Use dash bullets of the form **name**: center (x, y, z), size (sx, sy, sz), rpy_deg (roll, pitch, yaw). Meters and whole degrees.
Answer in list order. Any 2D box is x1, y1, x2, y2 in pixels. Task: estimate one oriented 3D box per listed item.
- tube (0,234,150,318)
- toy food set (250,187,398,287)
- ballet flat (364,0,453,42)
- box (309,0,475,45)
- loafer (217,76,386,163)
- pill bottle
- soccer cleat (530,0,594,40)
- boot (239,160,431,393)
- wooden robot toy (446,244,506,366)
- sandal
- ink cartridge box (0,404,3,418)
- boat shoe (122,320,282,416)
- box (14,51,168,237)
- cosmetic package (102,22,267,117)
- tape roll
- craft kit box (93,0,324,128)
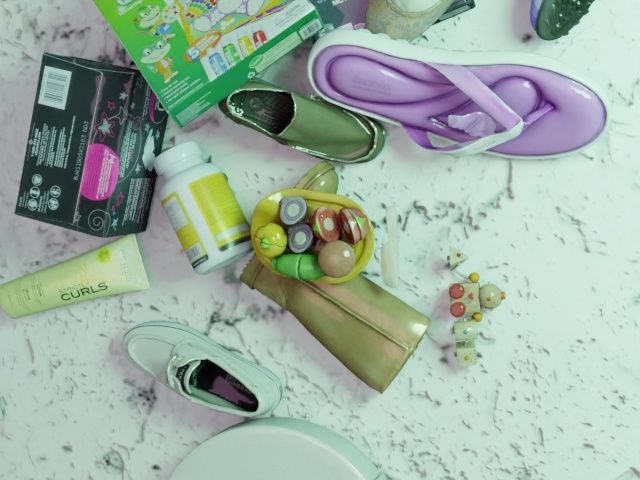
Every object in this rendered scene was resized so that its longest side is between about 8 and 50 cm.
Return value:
- **tube**: center (-0.387, 0.062, 1.842), size (0.240, 0.062, 0.070), rpy_deg (-16, 130, 14)
- **toy food set**: center (0.000, 0.000, 1.611), size (0.218, 0.071, 0.128), rpy_deg (7, 99, 13)
- **ballet flat**: center (0.162, -0.386, 1.539), size (0.107, 0.106, 0.316), rpy_deg (43, 104, 9)
- **box**: center (0.079, -0.372, 1.651), size (0.233, 0.059, 0.183), rpy_deg (-19, 88, 17)
- **loafer**: center (-0.030, -0.165, 1.665), size (0.251, 0.087, 0.094), rpy_deg (15, 105, -2)
- **pill bottle**: center (-0.176, -0.050, 1.738), size (0.103, 0.103, 0.184), rpy_deg (-27, 86, 18)
- **soccer cleat**: center (0.333, -0.425, 1.553), size (0.116, 0.109, 0.318), rpy_deg (27, 104, 35)
- **boot**: center (0.046, 0.050, 1.688), size (0.269, 0.089, 0.236), rpy_deg (36, 111, 11)
- **wooden robot toy**: center (0.220, 0.089, 1.640), size (0.079, 0.076, 0.173), rpy_deg (-5, 93, 8)
- **sandal**: center (0.175, -0.174, 1.575), size (0.416, 0.102, 0.169), rpy_deg (12, 137, 14)
- **ink cartridge box**: center (-0.712, 0.171, 1.950), size (0.330, 0.071, 0.324), rpy_deg (-13, 91, 17)
- **boat shoe**: center (-0.191, 0.199, 1.770), size (0.267, 0.088, 0.096), rpy_deg (25, 102, 14)
- **box**: center (-0.338, -0.143, 1.764), size (0.163, 0.142, 0.247), rpy_deg (14, 97, 18)
- **cosmetic package**: center (-0.202, -0.286, 1.750), size (0.239, 0.060, 0.099), rpy_deg (35, 105, 13)
- **tape roll**: center (-0.062, 0.458, 1.758), size (0.392, 0.072, 0.392), rpy_deg (1, 94, 18)
- **craft kit box**: center (-0.161, -0.321, 1.654), size (0.250, 0.061, 0.246), rpy_deg (-36, 59, 0)
